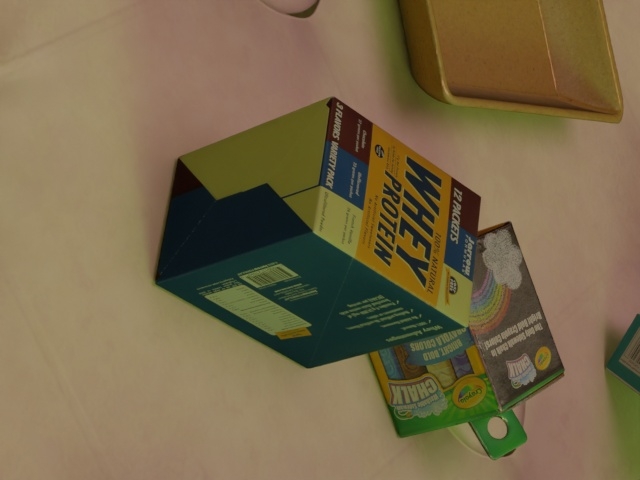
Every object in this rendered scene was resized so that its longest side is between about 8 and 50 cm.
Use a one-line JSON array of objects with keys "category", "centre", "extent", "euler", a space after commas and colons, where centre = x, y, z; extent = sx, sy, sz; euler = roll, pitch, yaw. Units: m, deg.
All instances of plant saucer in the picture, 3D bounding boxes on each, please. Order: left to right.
[{"category": "plant saucer", "centre": [0.184, -0.286, 2.104], "extent": [0.333, 0.081, 0.333], "euler": [2, 74, -47]}]

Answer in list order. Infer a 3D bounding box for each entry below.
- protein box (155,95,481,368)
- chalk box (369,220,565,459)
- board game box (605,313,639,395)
[{"category": "protein box", "centre": [0.000, 0.000, 1.699], "extent": [0.201, 0.200, 0.136], "euler": [31, 55, -37]}, {"category": "chalk box", "centre": [0.140, 0.109, 1.868], "extent": [0.132, 0.132, 0.213], "euler": [-22, 93, -50]}, {"category": "board game box", "centre": [0.519, 0.215, 2.165], "extent": [0.336, 0.254, 0.079], "euler": [23, 101, -41]}]
